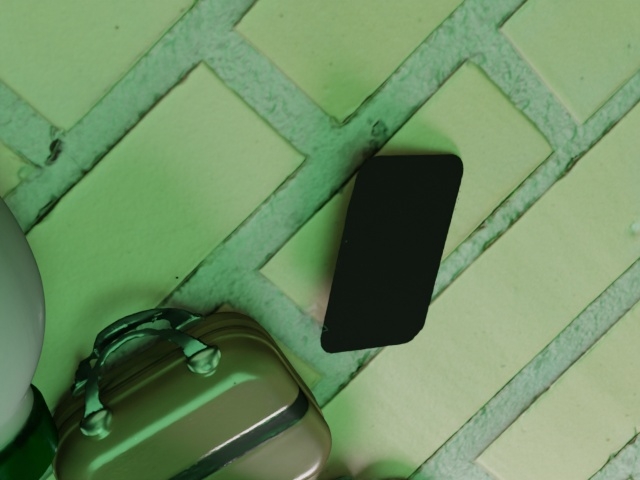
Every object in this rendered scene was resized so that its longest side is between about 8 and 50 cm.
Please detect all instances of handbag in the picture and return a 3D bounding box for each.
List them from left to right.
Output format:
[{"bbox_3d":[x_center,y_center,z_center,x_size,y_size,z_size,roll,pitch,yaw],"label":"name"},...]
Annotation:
[{"bbox_3d":[-0.166,0.203,1.500,0.302,0.149,0.283,-29,118,-2],"label":"handbag"}]

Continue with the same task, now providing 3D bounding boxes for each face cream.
[{"bbox_3d":[-0.413,0.091,1.297,0.312,0.219,0.357,-36,122,-34],"label":"face cream"}]

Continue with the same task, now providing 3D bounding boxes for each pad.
[{"bbox_3d":[0.007,0.010,1.518,0.323,0.055,0.250,5,112,-21],"label":"pad"}]

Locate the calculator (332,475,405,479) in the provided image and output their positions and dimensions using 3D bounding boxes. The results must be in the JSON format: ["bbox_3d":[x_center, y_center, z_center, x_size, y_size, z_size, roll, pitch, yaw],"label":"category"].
[{"bbox_3d":[0.097,0.413,1.746,0.185,0.041,0.299,-43,119,4],"label":"calculator"}]
